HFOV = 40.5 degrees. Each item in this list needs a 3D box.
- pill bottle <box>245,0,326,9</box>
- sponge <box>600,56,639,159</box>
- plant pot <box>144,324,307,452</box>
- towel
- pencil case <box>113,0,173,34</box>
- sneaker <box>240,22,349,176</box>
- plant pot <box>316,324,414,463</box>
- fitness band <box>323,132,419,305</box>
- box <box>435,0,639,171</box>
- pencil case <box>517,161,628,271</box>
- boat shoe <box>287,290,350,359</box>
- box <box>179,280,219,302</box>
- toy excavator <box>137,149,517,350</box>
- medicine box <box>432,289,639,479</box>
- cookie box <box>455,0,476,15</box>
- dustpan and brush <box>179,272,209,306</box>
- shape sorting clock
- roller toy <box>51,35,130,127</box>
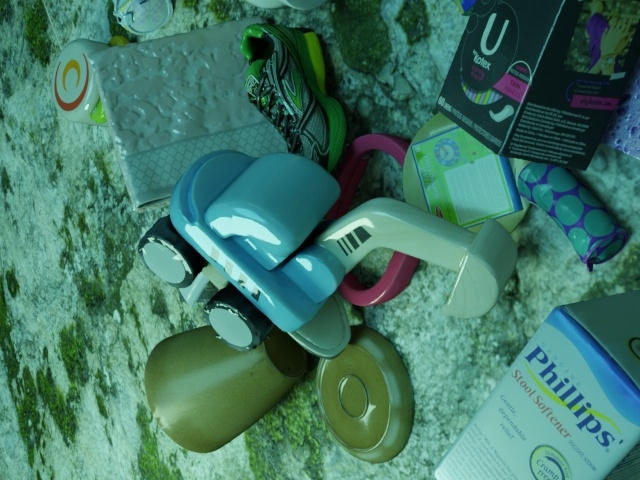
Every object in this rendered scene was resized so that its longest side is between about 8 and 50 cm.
[{"bbox_3d":[-0.113,-0.506,1.485,0.334,0.187,0.188,35,120,42],"label":"pill bottle"},{"bbox_3d":[0.412,-0.142,1.012,0.210,0.031,0.117,36,120,43],"label":"sponge"},{"bbox_3d":[-0.153,0.243,1.613,0.254,0.237,0.237,-29,71,31],"label":"plant pot"},{"bbox_3d":[-0.212,-0.231,1.540,0.053,0.331,0.317,114,139,-71],"label":"towel"},{"bbox_3d":[-0.424,-0.573,1.905,0.273,0.124,0.113,60,174,29],"label":"pencil case"},{"bbox_3d":[-0.057,-0.218,1.448,0.134,0.146,0.344,-50,47,44],"label":"sneaker"},{"bbox_3d":[0.064,0.263,1.475,0.236,0.032,0.237,6,98,51],"label":"plant pot"},{"bbox_3d":[0.087,-0.032,1.405,0.209,0.054,0.291,43,126,36],"label":"fitness band"},{"bbox_3d":[0.276,-0.243,1.043,0.165,0.143,0.271,51,127,53],"label":"box"},{"bbox_3d":[0.319,-0.038,1.110,0.070,0.064,0.152,-49,56,22],"label":"pencil case"},{"bbox_3d":[-0.061,0.091,1.520,0.324,0.116,0.097,46,157,26],"label":"boat shoe"},{"bbox_3d":[-0.230,0.013,1.783,0.183,0.056,0.231,-5,89,51],"label":"box"},{"bbox_3d":[0.000,0.000,1.262,0.433,0.222,0.445,43,141,-5],"label":"toy excavator"},{"bbox_3d":[0.316,0.206,0.982,0.149,0.263,0.289,51,130,33],"label":"medicine box"},{"bbox_3d":[0.226,-0.379,1.204,0.107,0.040,0.092,-37,67,47],"label":"cookie box"},{"bbox_3d":[-0.262,0.013,1.742,0.211,0.060,0.147,47,117,29],"label":"dustpan and brush"},{"bbox_3d":[0.209,-0.089,1.238,0.206,0.040,0.206,1,91,31],"label":"shape sorting clock"},{"bbox_3d":[-0.518,-0.366,2.021,0.191,0.146,0.210,-2,86,41],"label":"roller toy"}]
